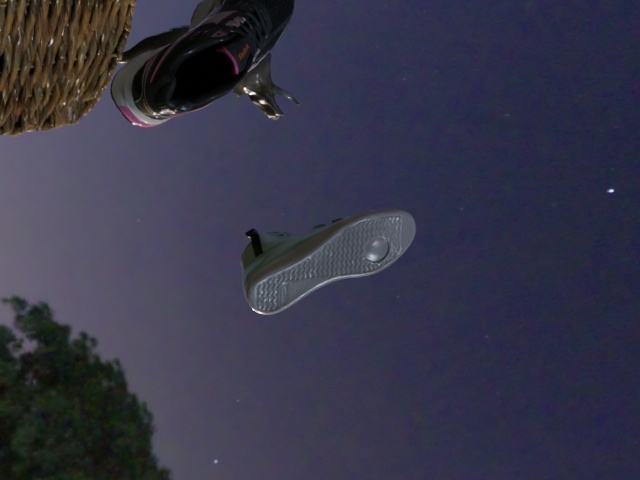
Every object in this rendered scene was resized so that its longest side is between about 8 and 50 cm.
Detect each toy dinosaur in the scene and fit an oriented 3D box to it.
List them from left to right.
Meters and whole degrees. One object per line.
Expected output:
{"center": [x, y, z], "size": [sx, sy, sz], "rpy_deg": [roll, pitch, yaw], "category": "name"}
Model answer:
{"center": [-0.192, -0.295, 1.059], "size": [0.160, 0.314, 0.121], "rpy_deg": [3, -104, 54], "category": "toy dinosaur"}

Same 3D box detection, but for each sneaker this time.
{"center": [-0.074, -0.148, 0.530], "size": [0.077, 0.178, 0.072], "rpy_deg": [14, -33, 48], "category": "sneaker"}
{"center": [-0.001, 0.000, 0.962], "size": [0.151, 0.256, 0.094], "rpy_deg": [-124, -167, -62], "category": "sneaker"}

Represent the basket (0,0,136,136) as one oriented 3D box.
{"center": [-0.380, -0.313, 0.835], "size": [0.223, 0.213, 0.299], "rpy_deg": [42, -53, 16], "category": "basket"}
